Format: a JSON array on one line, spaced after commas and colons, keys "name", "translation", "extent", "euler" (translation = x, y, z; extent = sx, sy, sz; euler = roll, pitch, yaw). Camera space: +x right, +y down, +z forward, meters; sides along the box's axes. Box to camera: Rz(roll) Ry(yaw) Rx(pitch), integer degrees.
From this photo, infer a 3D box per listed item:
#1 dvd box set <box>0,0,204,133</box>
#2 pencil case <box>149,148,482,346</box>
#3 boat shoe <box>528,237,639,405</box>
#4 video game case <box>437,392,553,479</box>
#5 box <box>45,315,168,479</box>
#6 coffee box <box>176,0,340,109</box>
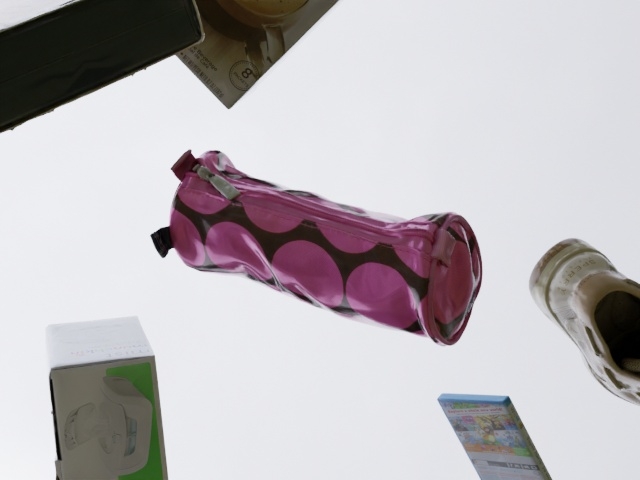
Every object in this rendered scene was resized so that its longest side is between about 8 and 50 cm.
[{"name": "dvd box set", "translation": [-0.328, -0.132, 0.867], "extent": [0.307, 0.420, 0.062], "euler": [-31, -63, -30]}, {"name": "pencil case", "translation": [0.000, 0.000, 0.747], "extent": [0.095, 0.209, 0.098], "euler": [-57, -30, -37]}, {"name": "boat shoe", "translation": [0.366, 0.126, 1.311], "extent": [0.341, 0.110, 0.121], "euler": [35, -85, -36]}, {"name": "video game case", "translation": [0.233, 0.270, 1.495], "extent": [0.015, 0.119, 0.166], "euler": [-42, -68, -34]}, {"name": "box", "translation": [-0.258, 0.243, 1.374], "extent": [0.127, 0.231, 0.262], "euler": [-7, -81, -14]}, {"name": "coffee box", "translation": [-0.045, -0.311, 1.252], "extent": [0.168, 0.119, 0.297], "euler": [46, -69, -5]}]
